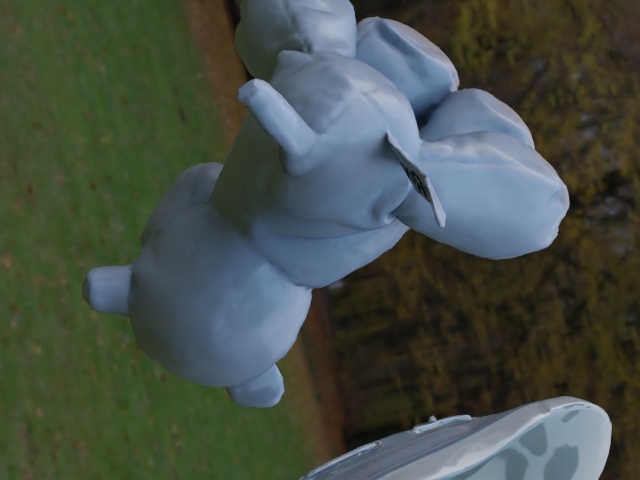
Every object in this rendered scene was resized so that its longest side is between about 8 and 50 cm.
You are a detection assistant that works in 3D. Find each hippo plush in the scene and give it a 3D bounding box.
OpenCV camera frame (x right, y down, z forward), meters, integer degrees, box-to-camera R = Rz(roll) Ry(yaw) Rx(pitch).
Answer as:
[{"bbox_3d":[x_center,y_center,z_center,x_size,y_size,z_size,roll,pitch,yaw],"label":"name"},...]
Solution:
[{"bbox_3d":[0.000,0.000,0.878,0.236,0.234,0.294,-55,-165,22],"label":"hippo plush"}]

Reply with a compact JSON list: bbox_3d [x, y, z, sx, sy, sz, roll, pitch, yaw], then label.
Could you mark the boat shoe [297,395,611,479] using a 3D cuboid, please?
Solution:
[{"bbox_3d":[0.072,0.128,0.780,0.081,0.227,0.079,21,-66,44],"label":"boat shoe"}]
